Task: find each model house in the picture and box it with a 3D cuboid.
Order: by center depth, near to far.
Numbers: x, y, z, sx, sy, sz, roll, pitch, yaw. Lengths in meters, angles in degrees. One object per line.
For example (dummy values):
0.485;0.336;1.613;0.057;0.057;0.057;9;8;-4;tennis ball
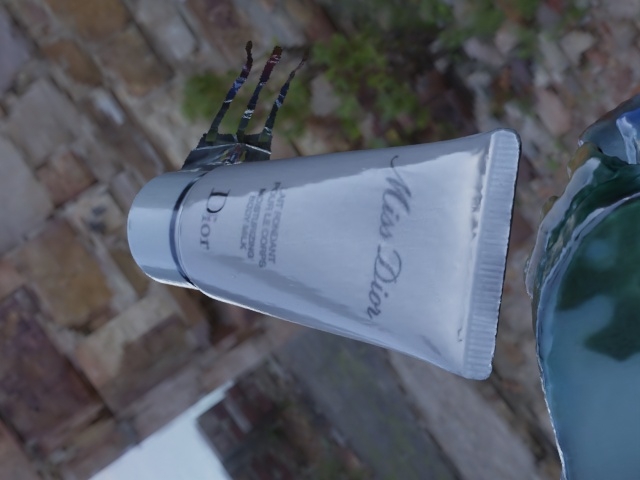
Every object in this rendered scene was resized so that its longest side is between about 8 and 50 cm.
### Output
0.283;0.000;1.267;0.329;0.251;0.295;-88;-18;-60;model house

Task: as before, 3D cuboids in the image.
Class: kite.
-0.088;-0.104;1.609;0.015;0.141;0.245;54;130;38;kite

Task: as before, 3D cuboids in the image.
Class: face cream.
0.000;0.000;0.965;0.314;0.143;0.089;5;174;45;face cream
